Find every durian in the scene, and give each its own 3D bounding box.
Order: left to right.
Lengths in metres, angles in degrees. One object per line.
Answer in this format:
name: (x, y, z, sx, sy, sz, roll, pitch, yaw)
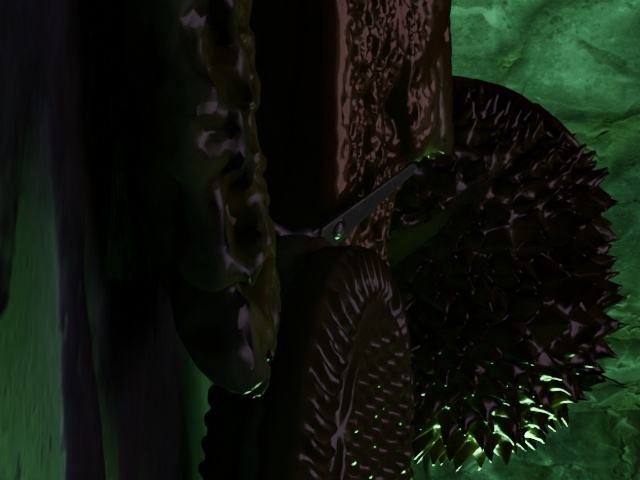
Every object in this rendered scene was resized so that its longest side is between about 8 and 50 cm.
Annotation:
durian: (0.096, 0.021, 1.387, 0.384, 0.347, 0.348, -22, 112, -55)

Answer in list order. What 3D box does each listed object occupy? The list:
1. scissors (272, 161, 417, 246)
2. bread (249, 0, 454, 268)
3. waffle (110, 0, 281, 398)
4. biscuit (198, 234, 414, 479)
scissors: (0.000, 0.000, 0.978, 0.189, 0.015, 0.100, -41, 137, -38)
bread: (0.011, -0.144, 1.056, 0.185, 0.109, 0.380, -20, 112, -52)
waffle: (-0.047, -0.057, 0.629, 0.223, 0.054, 0.204, -95, -178, -81)
biscuit: (-0.003, 0.119, 0.875, 0.259, 0.079, 0.259, 1, 90, -76)
